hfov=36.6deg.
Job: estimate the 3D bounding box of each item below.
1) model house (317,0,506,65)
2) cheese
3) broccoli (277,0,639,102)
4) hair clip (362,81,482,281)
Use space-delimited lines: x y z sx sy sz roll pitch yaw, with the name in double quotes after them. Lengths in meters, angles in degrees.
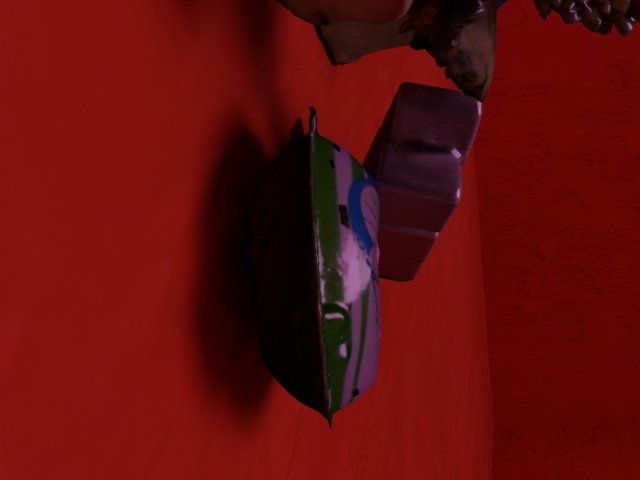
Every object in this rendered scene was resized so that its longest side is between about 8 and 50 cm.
0.088 -0.279 0.865 0.214 0.189 0.195 62 31 -59 "model house"
0.000 0.000 0.667 0.320 0.083 0.204 -89 175 -66 "cheese"
0.066 -0.265 0.583 0.338 0.277 0.318 24 72 -71 "broccoli"
0.066 -0.039 0.818 0.331 0.085 0.101 92 12 -80 "hair clip"
